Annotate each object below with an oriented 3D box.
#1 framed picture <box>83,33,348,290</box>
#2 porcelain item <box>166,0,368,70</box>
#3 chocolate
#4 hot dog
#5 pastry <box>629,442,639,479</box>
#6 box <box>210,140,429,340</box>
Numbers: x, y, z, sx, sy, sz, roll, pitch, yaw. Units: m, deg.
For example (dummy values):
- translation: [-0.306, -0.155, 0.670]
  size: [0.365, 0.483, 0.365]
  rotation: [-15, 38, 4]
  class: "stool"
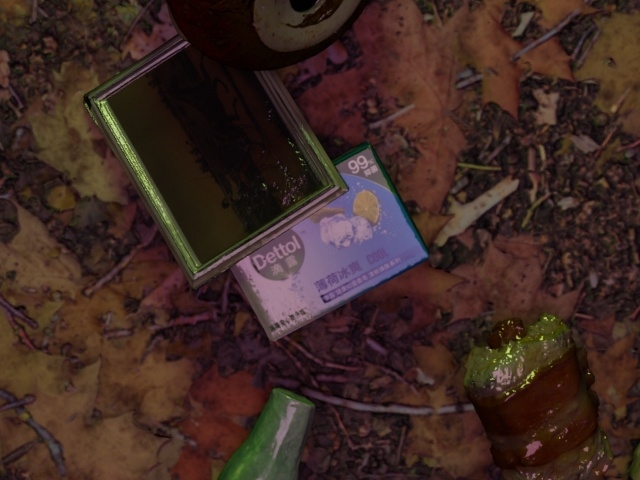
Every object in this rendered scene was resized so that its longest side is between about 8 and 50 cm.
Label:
- translation: [-0.114, -0.104, 1.783]
  size: [0.197, 0.014, 0.252]
  rotation: [-33, 75, 5]
  class: "framed picture"
- translation: [-0.065, -0.302, 1.722]
  size: [0.253, 0.253, 0.253]
  rotation: [0, 97, 1]
  class: "porcelain item"
- translation: [-0.081, 0.301, 1.839]
  size: [0.110, 0.110, 0.291]
  rotation: [22, 95, -2]
  class: "chocolate"
- translation: [0.231, 0.182, 1.820]
  size: [0.146, 0.103, 0.213]
  rotation: [-22, 107, -18]
  class: "hot dog"
- translation: [0.410, 0.266, 1.828]
  size: [0.156, 0.092, 0.156]
  rotation: [0, 100, -1]
  class: "pastry"
- translation: [0.001, 0.000, 1.808]
  size: [0.194, 0.073, 0.139]
  rotation: [-29, 96, 5]
  class: "box"
